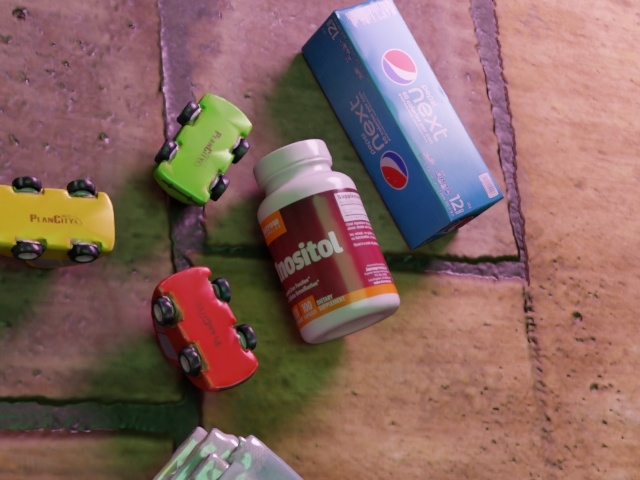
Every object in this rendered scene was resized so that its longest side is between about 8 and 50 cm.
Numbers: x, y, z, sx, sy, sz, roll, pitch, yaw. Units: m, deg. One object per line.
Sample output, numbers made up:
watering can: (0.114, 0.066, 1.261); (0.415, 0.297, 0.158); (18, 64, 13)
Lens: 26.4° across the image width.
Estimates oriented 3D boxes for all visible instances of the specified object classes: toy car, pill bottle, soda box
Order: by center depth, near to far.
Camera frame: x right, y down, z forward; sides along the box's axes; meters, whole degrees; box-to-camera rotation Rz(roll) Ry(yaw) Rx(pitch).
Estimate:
toy car: (-0.123, -0.019, 1.073); (0.239, 0.053, 0.225); (35, 57, -11)
pill bottle: (0.000, 0.000, 1.109); (0.086, 0.086, 0.152); (-14, 75, -31)
soda box: (0.070, -0.105, 1.198); (0.067, 0.071, 0.210); (-23, 80, -34)

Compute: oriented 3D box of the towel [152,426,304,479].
towel: (-0.044, 0.356, 0.935); (0.374, 0.090, 0.320); (46, 59, -3)
